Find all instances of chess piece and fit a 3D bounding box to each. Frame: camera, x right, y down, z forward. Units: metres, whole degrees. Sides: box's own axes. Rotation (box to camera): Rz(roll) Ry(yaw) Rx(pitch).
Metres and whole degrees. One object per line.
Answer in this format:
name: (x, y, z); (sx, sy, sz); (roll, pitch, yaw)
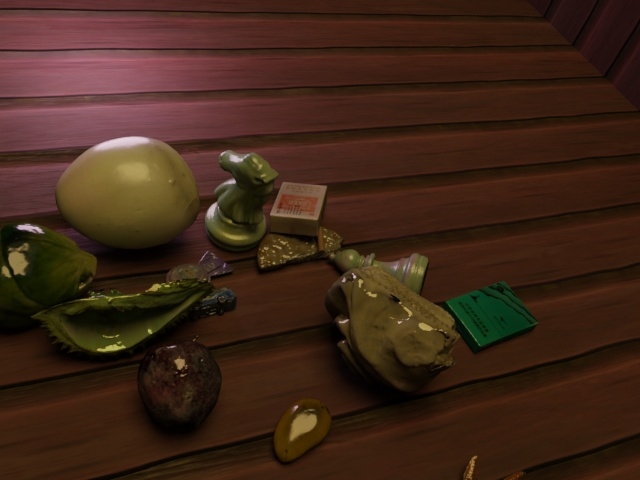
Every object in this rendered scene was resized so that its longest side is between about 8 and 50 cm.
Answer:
chess piece: (-0.207, -0.120, 1.811); (0.175, 0.298, 0.176); (10, 48, -11)
chess piece: (0.152, 0.077, 1.879); (0.271, 0.139, 0.139); (15, 44, 13)

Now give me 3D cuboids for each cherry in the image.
cherry: (-0.296, 0.304, 1.456); (0.194, 0.195, 0.195); (9, 45, -10)

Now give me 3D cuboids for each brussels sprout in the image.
brussels sprout: (-0.653, 0.073, 1.555); (0.271, 0.210, 0.220); (-1, 51, -40)

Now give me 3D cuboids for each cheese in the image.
cheese: (-0.317, 0.087, 1.755); (0.105, 0.042, 0.191); (35, 39, 18)

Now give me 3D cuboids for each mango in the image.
mango: (-0.043, 0.416, 1.512); (0.103, 0.076, 0.161); (39, 56, 11)

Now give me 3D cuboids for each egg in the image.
egg: (-0.481, -0.117, 1.725); (0.344, 0.283, 0.283); (-9, 51, -23)

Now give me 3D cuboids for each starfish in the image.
starfish: (0.361, 0.596, 1.494); (0.138, 0.050, 0.248); (22, 52, 2)

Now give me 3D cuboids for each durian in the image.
durian: (-0.432, 0.141, 1.549); (0.393, 0.198, 0.163); (-11, 44, -15)

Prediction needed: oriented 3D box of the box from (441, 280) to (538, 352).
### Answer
box: (0.469, 0.207, 1.899); (0.226, 0.042, 0.161); (-15, 55, -29)

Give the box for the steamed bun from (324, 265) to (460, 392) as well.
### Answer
steamed bun: (0.152, 0.226, 1.644); (0.346, 0.238, 0.394); (26, 9, -24)

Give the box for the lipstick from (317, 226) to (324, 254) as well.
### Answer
lipstick: (0.000, 0.000, 1.905); (0.018, 0.019, 0.094); (7, 44, -12)

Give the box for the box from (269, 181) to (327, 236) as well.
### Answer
box: (-0.060, -0.092, 1.955); (0.140, 0.058, 0.201); (7, 34, 7)

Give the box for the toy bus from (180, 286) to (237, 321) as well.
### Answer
toy bus: (-0.285, 0.157, 1.695); (0.152, 0.051, 0.061); (-14, 47, -28)

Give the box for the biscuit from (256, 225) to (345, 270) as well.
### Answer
biscuit: (-0.068, 0.007, 1.917); (0.289, 0.038, 0.141); (-13, 53, -30)
